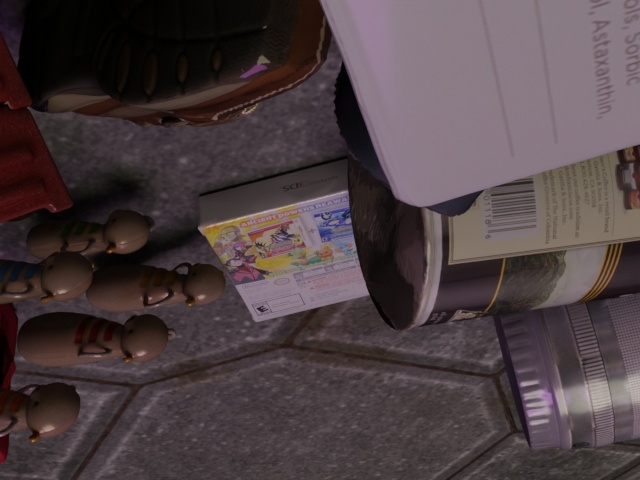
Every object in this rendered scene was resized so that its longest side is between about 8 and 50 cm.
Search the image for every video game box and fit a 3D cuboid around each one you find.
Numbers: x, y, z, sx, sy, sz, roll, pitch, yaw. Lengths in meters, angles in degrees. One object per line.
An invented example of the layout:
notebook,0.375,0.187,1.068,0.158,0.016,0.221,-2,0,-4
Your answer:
video game box,0.000,0.000,0.953,0.205,0.048,0.187,-14,145,6

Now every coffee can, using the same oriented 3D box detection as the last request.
coffee can,0.182,-0.042,0.783,0.275,0.202,0.201,-7,144,-13

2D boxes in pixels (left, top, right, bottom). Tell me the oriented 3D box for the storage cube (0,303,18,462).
storage cube,-0.418,0.107,0.890,0.215,0.184,0.193,-7,143,-3

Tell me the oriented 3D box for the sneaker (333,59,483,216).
sneaker,0.095,-0.141,0.585,0.112,0.319,0.131,32,126,-10

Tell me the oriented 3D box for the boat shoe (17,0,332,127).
boat shoe,-0.091,-0.132,0.616,0.120,0.123,0.324,14,178,-38

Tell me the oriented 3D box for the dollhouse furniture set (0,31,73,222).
dollhouse furniture set,-0.377,-0.020,0.564,0.201,0.152,0.374,-11,-169,45

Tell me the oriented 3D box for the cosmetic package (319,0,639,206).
cosmetic package,0.155,-0.274,0.378,0.393,0.329,0.327,-16,143,10

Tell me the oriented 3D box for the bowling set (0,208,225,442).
bowling set,-0.220,0.029,0.818,0.154,0.287,0.200,-4,117,24

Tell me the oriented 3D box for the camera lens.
camera lens,0.340,0.103,1.019,0.274,0.219,0.219,-14,143,7
